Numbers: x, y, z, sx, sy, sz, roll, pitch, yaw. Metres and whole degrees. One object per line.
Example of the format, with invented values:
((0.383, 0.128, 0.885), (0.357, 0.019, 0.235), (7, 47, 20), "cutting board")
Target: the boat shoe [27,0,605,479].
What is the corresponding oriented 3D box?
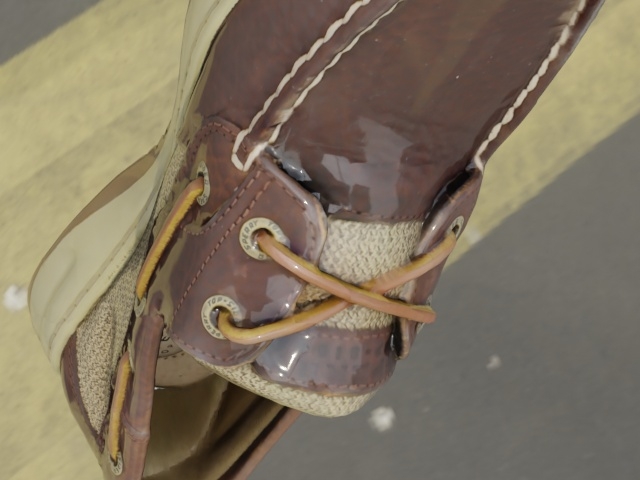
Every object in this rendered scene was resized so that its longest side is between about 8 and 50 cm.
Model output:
((0.000, 0.000, 0.632), (0.123, 0.342, 0.123), (4, 58, -32), "boat shoe")
